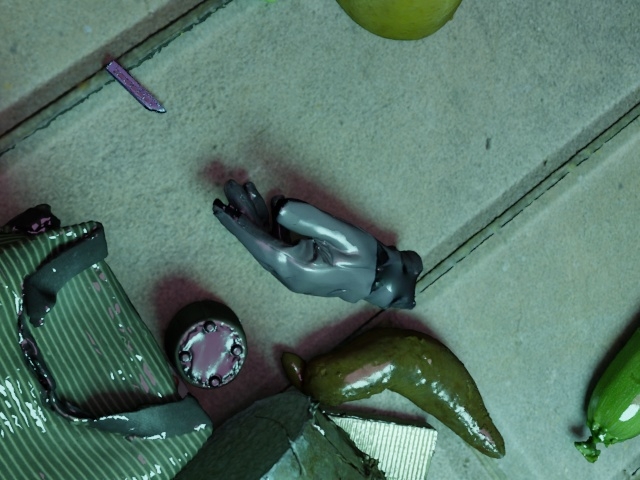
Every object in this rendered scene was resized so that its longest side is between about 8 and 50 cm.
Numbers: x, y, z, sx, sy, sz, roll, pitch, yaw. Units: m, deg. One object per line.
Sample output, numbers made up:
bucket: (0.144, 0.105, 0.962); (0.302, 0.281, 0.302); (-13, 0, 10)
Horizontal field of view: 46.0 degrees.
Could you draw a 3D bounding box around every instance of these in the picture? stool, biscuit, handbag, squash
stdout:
stool: (-0.130, 0.122, 0.874); (0.096, 0.110, 0.096); (-1, 95, -13)
biscuit: (0.046, 0.281, 0.972); (0.199, 0.040, 0.121); (13, 93, -16)
handbag: (-0.273, 0.132, 0.707); (0.240, 0.247, 0.341); (-33, 109, -22)
squash: (0.487, 0.157, 1.063); (0.101, 0.101, 0.379); (45, 83, -14)

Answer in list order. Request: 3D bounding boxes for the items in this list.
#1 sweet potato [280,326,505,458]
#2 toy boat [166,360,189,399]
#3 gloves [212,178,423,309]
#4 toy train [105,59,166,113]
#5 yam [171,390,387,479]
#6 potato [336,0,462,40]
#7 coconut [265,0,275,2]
sweet potato: (0.103, 0.173, 0.953); (0.309, 0.098, 0.124); (19, 85, -12)
toy boat: (-0.190, 0.268, 0.879); (0.129, 0.088, 0.296); (-7, 87, -16)
gloves: (0.003, 0.010, 0.900); (0.285, 0.142, 0.119); (26, 58, -15)
toy train: (-0.215, -0.175, 0.881); (0.083, 0.017, 0.017); (44, 84, -14)
yam: (-0.010, 0.349, 0.828); (0.241, 0.241, 0.348); (-37, 110, -11)
potato: (0.108, -0.343, 0.897); (0.178, 0.158, 0.204); (-27, 104, -12)
coconut: (-0.065, -0.323, 0.881); (0.096, 0.087, 0.088); (-38, 103, -31)
